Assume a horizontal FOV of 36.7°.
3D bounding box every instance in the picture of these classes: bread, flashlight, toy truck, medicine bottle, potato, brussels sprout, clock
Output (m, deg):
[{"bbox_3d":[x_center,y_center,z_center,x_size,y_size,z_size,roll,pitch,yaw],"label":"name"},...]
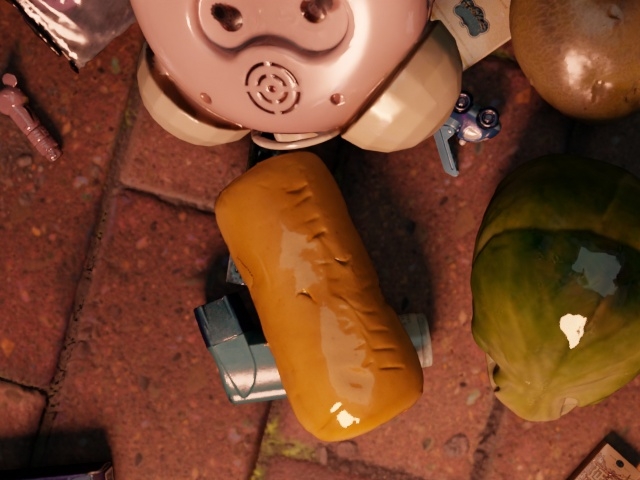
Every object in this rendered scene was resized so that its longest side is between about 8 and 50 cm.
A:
[{"bbox_3d":[-0.006,0.052,0.999,0.142,0.091,0.305,-23,81,-9],"label":"bread"},{"bbox_3d":[-0.335,-0.138,1.107,0.052,0.031,0.110,-38,93,25],"label":"flashlight"},{"bbox_3d":[0.158,-0.120,1.087,0.073,0.056,0.090,31,104,5],"label":"toy truck"},{"bbox_3d":[-0.008,0.111,1.074,0.258,0.079,0.124,-6,85,1],"label":"medicine bottle"},{"bbox_3d":[0.293,-0.240,1.025,0.178,0.160,0.235,-7,104,-39],"label":"potato"},{"bbox_3d":[0.262,0.052,1.014,0.219,0.210,0.271,17,106,6],"label":"brussels sprout"},{"bbox_3d":[-0.039,-0.239,0.929,0.342,0.184,0.325,8,130,24],"label":"clock"}]

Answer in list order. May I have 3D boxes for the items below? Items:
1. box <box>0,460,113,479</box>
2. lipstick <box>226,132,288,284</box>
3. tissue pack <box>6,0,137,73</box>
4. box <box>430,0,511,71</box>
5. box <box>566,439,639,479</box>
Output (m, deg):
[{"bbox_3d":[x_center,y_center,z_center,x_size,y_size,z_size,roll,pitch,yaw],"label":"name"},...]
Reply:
[{"bbox_3d":[-0.308,0.383,1.084,0.168,0.071,0.259,-6,91,2],"label":"box"},{"bbox_3d":[-0.057,-0.103,1.091,0.051,0.051,0.312,9,88,5],"label":"lipstick"},{"bbox_3d":[-0.214,-0.390,1.016,0.361,0.122,0.259,-39,122,-1],"label":"tissue pack"},{"bbox_3d":[0.160,-0.244,1.098,0.167,0.024,0.090,-34,90,1],"label":"box"},{"bbox_3d":[0.315,0.275,1.094,0.053,0.024,0.083,41,92,1],"label":"box"}]
